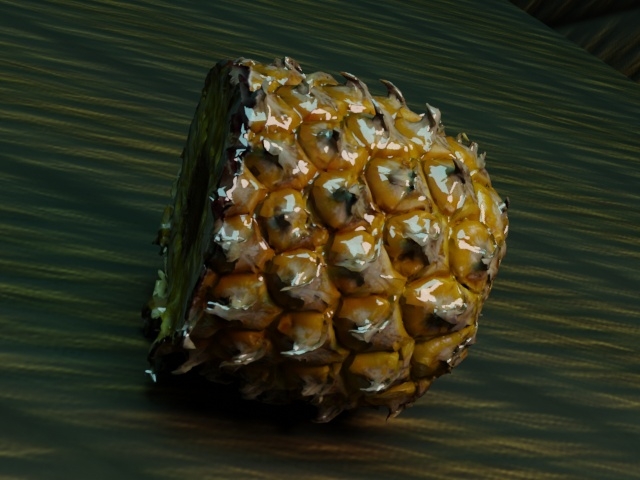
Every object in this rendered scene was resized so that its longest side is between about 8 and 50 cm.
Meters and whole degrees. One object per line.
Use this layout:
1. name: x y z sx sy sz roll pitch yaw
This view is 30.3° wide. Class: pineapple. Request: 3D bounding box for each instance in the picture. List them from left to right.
1. pineapple: 0.000 0.003 1.125 0.300 0.352 0.352 20 26 -18
